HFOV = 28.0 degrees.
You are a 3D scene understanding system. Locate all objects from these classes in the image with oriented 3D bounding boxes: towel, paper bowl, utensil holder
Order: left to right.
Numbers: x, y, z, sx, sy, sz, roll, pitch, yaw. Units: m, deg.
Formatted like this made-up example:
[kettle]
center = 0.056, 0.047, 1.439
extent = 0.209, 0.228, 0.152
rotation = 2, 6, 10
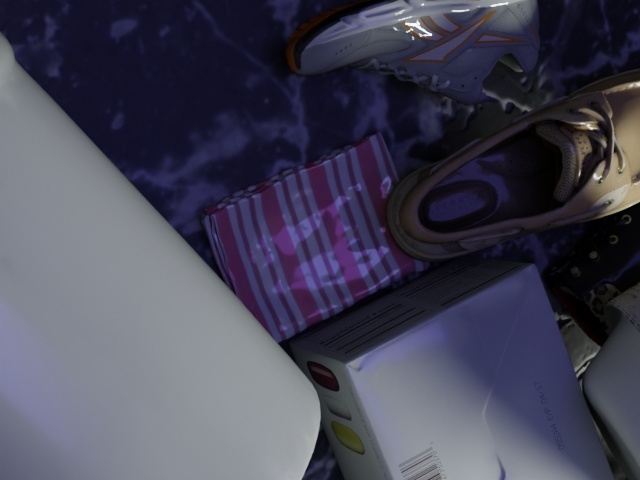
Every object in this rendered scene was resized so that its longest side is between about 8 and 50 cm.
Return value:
[utensil holder]
center = -0.232, 0.084, 0.956
extent = 0.327, 0.327, 0.385
rotation = -47, 109, -12
[towel]
center = 0.000, 0.000, 1.193
extent = 0.197, 0.029, 0.144
rotation = -25, 102, -18
[paper bowl]
center = 0.341, 0.170, 1.146
extent = 0.148, 0.284, 0.284
rotation = -31, 104, 0

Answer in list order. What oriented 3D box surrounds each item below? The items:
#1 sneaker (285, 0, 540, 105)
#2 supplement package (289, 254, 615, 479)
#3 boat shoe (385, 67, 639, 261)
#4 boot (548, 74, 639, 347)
[sneaker]
center = 0.098, -0.175, 1.186
extent = 0.262, 0.099, 0.121
rotation = -17, 104, -18
[supplement package]
center = 0.126, 0.175, 1.188
extent = 0.204, 0.145, 0.262
rotation = -26, 101, -17
[boat shoe]
center = 0.228, -0.069, 1.173
extent = 0.341, 0.110, 0.121
rotation = -25, 89, -7
[boot]
center = 0.294, -0.025, 1.273
extent = 0.178, 0.085, 0.236
rotation = -38, 104, -11
